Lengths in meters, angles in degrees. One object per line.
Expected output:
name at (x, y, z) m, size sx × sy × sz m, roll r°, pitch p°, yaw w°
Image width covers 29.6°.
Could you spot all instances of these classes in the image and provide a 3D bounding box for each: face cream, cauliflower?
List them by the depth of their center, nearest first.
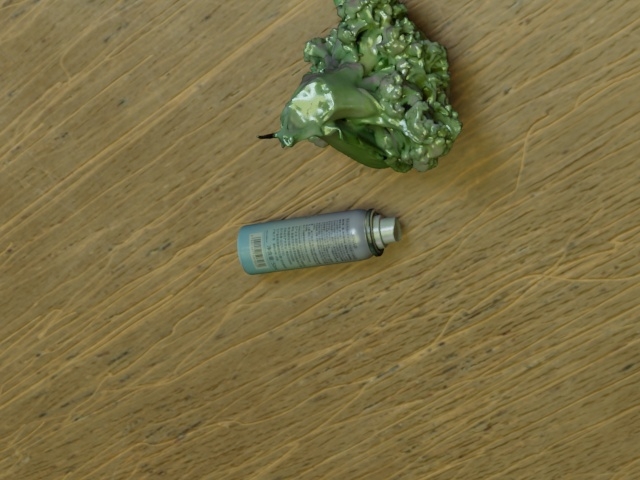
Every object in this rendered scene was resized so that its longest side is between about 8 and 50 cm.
cauliflower at (0.044, -0.177, 1.518) m, size 0.256 × 0.315 × 0.239 m, roll 51°, pitch 128°, yaw 15°
face cream at (0.000, 0.000, 1.710) m, size 0.229 × 0.075 × 0.075 m, roll -7°, pitch 109°, yaw 19°
